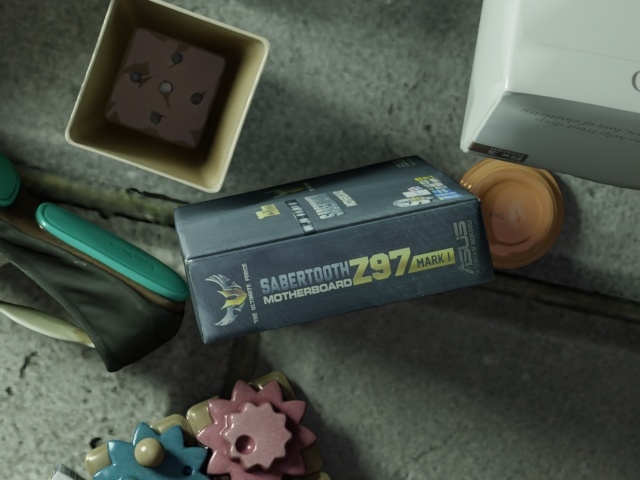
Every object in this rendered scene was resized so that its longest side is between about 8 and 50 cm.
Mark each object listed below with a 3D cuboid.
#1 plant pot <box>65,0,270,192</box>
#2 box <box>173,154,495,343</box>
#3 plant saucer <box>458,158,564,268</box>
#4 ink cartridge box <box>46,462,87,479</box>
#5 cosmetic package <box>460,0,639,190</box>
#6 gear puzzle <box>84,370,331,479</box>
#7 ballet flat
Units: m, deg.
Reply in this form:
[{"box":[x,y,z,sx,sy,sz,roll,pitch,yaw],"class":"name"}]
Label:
[{"box":[-0.105,-0.104,1.213,0.109,0.096,0.109,19,95,-8],"class":"plant pot"},{"box":[0.000,0.000,1.167,0.183,0.232,0.059,-13,100,-4],"class":"box"},{"box":[0.136,-0.021,1.289,0.084,0.013,0.083,-1,96,-5],"class":"plant saucer"},{"box":[-0.195,0.224,1.274,0.063,0.029,0.115,36,93,-9],"class":"ink cartridge box"},{"box":[0.229,-0.231,1.149,0.217,0.156,0.385,9,76,-4],"class":"cosmetic package"},{"box":[-0.034,0.269,1.230,0.175,0.044,0.339,-22,81,-12],"class":"gear puzzle"},{"box":[-0.221,-0.005,1.217,0.280,0.095,0.096,39,103,-9],"class":"ballet flat"}]
